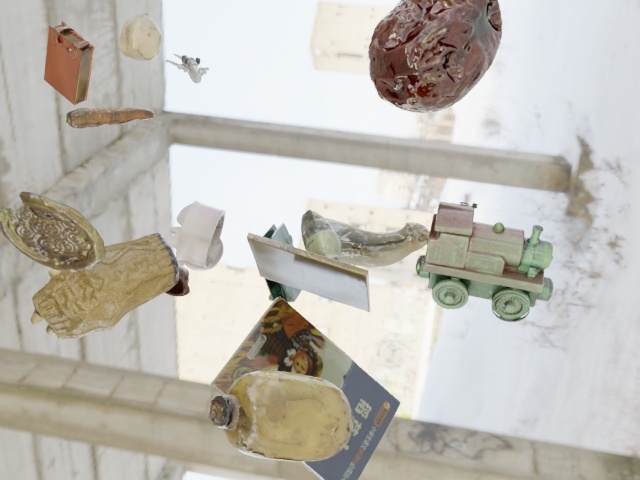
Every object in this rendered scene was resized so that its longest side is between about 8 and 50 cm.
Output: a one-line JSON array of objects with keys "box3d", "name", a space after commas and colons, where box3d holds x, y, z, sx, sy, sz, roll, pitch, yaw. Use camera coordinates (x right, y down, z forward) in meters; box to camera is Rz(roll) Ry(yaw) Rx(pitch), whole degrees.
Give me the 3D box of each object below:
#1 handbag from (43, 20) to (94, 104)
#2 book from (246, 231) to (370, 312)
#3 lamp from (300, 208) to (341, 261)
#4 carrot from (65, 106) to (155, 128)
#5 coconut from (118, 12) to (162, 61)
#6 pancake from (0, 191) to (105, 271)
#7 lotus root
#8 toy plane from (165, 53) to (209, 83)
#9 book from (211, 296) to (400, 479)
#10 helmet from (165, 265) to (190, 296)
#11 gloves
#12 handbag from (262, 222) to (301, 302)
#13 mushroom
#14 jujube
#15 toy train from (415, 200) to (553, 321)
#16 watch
[{"box3d": [-0.679, -0.477, 2.055, 0.063, 0.127, 0.190, -39, -15, -44], "name": "handbag"}, {"box3d": [-0.024, 0.082, 1.884, 0.217, 0.310, 0.021, 80, -149, -61], "name": "book"}, {"box3d": [0.000, 0.000, 2.120, 0.101, 0.101, 0.250, 89, 161, -45], "name": "lamp"}, {"box3d": [-0.368, -0.220, 1.351, 0.035, 0.165, 0.036, 21, 115, 53], "name": "carrot"}, {"box3d": [-0.471, -0.539, 2.017, 0.110, 0.110, 0.125, -34, -42, -78], "name": "coconut"}, {"box3d": [-0.526, -0.011, 1.494, 0.235, 0.212, 0.029, -32, 28, 44], "name": "pancake"}, {"box3d": [-0.072, 0.325, 1.414, 0.146, 0.284, 0.160, -22, 61, 55], "name": "lotus root"}, {"box3d": [-0.439, -0.589, 2.598, 0.171, 0.162, 0.066, 48, 125, 43], "name": "toy plane"}, {"box3d": [-0.025, 0.379, 1.876, 0.300, 0.428, 0.039, -53, 8, -36], "name": "book"}, {"box3d": [-0.363, 0.092, 1.930, 0.057, 0.111, 0.089, -52, -45, -45], "name": "helmet"}, {"box3d": [-0.506, 0.102, 1.773, 0.203, 0.356, 0.155, 58, 172, 19], "name": "gloves"}, {"box3d": [-0.157, 0.094, 2.869, 0.274, 0.100, 0.269, -64, -45, -68], "name": "handbag"}, {"box3d": [0.164, 0.007, 2.518, 0.126, 0.396, 0.177, 76, -159, -62], "name": "mushroom"}, {"box3d": [0.279, -0.471, 1.854, 0.377, 0.276, 0.276, -46, -22, -18], "name": "jujube"}, {"box3d": [0.365, 0.044, 1.667, 0.150, 0.304, 0.222, -69, -14, -52], "name": "toy train"}, {"box3d": [-0.402, -0.038, 2.485, 0.231, 0.196, 0.244, 105, -178, -65], "name": "watch"}]
